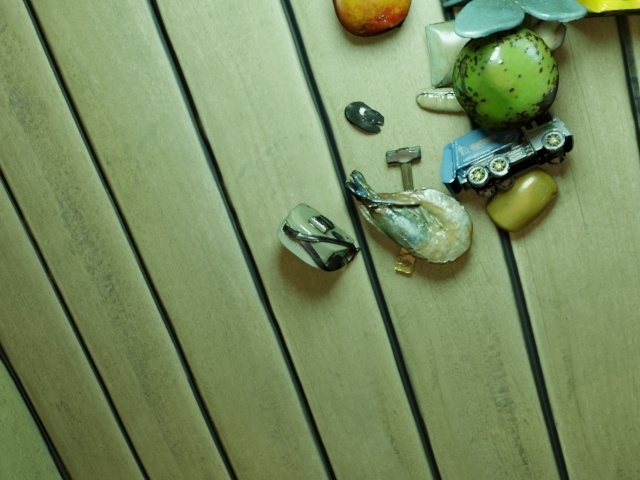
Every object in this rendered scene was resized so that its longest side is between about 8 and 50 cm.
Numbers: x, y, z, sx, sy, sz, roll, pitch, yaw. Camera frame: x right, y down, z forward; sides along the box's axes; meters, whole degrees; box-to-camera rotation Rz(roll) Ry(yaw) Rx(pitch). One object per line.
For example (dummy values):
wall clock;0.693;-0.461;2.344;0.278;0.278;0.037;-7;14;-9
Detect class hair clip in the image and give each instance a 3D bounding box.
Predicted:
hair clip;0.472;-0.670;1.311;0.318;0.392;0.238;-1;123;9

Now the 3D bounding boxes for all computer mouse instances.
computer mouse;0.137;-0.387;1.691;0.135;0.047;0.079;27;114;1

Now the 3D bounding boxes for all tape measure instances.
tape measure;0.000;0.000;1.759;0.271;0.231;0.133;39;111;-1

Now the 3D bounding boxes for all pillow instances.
pillow;0.461;-0.553;1.538;0.302;0.075;0.185;-7;111;13

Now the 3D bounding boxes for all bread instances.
bread;0.393;-0.423;1.614;0.214;0.053;0.073;9;107;11
bread;0.615;-0.123;1.642;0.147;0.098;0.217;37;112;3

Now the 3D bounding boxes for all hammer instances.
hammer;0.290;-0.118;1.739;0.111;0.043;0.365;-7;104;15

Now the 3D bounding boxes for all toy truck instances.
toy truck;0.529;-0.250;1.564;0.367;0.146;0.175;-24;69;18

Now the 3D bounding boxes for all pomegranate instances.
pomegranate;0.519;-0.460;1.412;0.340;0.285;0.285;-43;95;-1

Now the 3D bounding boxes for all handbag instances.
handbag;0.290;0.065;1.822;0.061;0.027;0.083;15;108;10

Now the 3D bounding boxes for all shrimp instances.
shrimp;0.277;-0.086;1.686;0.445;0.110;0.221;30;107;-1

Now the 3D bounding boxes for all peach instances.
peach;0.145;-0.687;1.501;0.231;0.231;0.231;4;110;12

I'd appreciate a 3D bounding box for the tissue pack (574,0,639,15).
tissue pack;0.738;-0.744;1.292;0.228;0.293;0.382;-3;108;9
